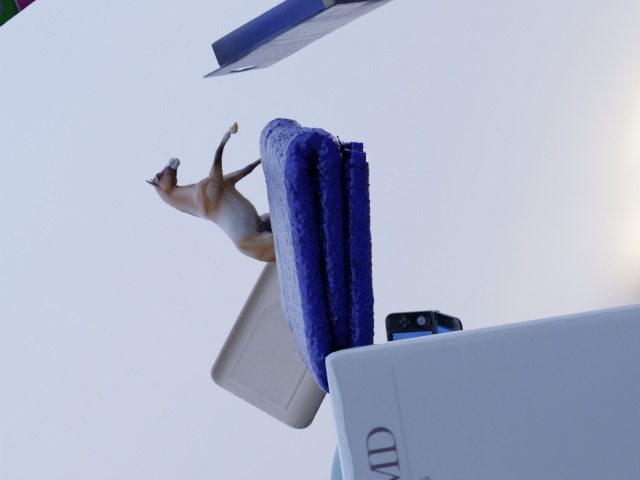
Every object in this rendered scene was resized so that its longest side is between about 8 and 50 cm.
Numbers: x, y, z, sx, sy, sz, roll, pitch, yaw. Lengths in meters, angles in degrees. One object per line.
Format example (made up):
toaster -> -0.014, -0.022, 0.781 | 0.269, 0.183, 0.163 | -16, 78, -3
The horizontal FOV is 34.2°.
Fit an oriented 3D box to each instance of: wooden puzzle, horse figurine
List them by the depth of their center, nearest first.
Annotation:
horse figurine -> -0.093, -0.046, 1.431 | 0.174, 0.263, 0.066 | -44, 16, 25
wooden puzzle -> -0.044, 0.148, 1.546 | 0.044, 0.239, 0.221 | 33, -100, -38

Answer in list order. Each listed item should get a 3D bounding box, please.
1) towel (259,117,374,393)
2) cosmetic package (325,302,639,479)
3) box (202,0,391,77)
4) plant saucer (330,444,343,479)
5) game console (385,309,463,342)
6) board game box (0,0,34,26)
towel -> 0.000, 0.000, 0.965 | 0.308, 0.076, 0.227 | -130, 32, -79
cosmetic package -> 0.243, 0.152, 0.715 | 0.161, 0.453, 0.230 | 80, 180, -83
box -> -0.031, -0.253, 1.231 | 0.136, 0.225, 0.036 | -22, -89, -51
plant saucer -> 0.166, 0.248, 1.075 | 0.317, 0.318, 0.043 | -62, -18, -22
game console -> 0.136, 0.155, 1.334 | 0.071, 0.107, 0.122 | -34, -61, -75
board game box -> -0.248, -0.375, 0.943 | 0.316, 0.064, 0.242 | -46, -34, -23
